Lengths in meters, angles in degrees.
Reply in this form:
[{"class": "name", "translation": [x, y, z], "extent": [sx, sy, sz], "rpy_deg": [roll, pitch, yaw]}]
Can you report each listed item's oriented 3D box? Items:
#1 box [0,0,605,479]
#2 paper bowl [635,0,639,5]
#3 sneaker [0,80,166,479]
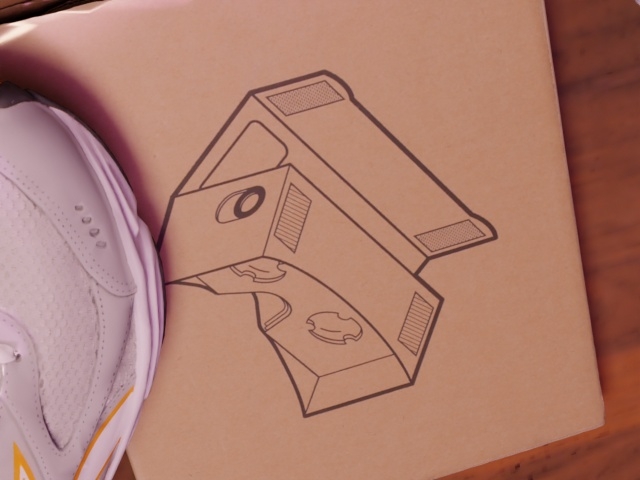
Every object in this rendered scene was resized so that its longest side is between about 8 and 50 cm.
[{"class": "box", "translation": [0.000, 0.000, 0.510], "extent": [0.164, 0.021, 0.201], "rpy_deg": [-17, 121, -5]}, {"class": "paper bowl", "translation": [0.195, -0.152, 0.362], "extent": [0.284, 0.148, 0.284], "rpy_deg": [4, 153, 2]}, {"class": "sneaker", "translation": [-0.108, 0.084, 0.459], "extent": [0.099, 0.121, 0.262], "rpy_deg": [8, 115, 4]}]
